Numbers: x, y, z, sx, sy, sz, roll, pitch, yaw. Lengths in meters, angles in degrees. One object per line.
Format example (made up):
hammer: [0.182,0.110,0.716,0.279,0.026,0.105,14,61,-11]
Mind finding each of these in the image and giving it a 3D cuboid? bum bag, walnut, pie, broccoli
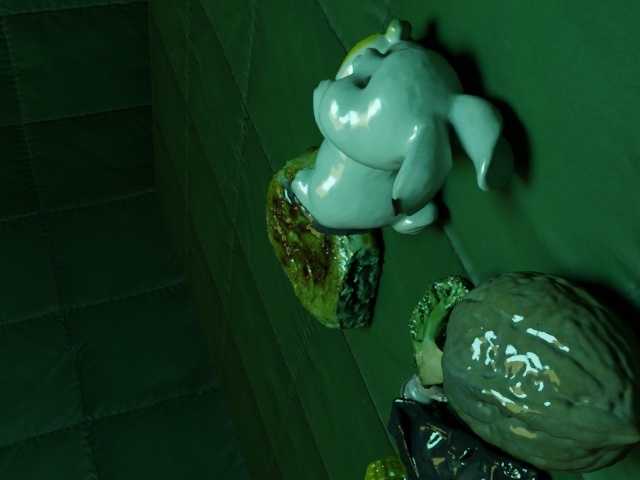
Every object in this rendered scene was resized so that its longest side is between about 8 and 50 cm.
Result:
bum bag: [0.188,0.309,1.040,0.310,0.074,0.137,19,118,58]
walnut: [0.211,0.122,0.740,0.230,0.178,0.178,36,136,55]
pie: [0.000,0.000,1.366,0.288,0.103,0.355,55,150,36]
broccoli: [0.164,0.117,0.922,0.146,0.138,0.162,24,117,28]

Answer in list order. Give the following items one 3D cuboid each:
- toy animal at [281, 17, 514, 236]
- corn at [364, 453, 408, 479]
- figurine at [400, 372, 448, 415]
toy animal: [0.081,-0.120,0.940,0.247,0.183,0.310,68,155,12]
corn: [0.166,0.473,1.172,0.363,0.120,0.120,-119,24,-48]
figurine: [0.160,0.215,1.127,0.072,0.054,0.129,54,147,18]
